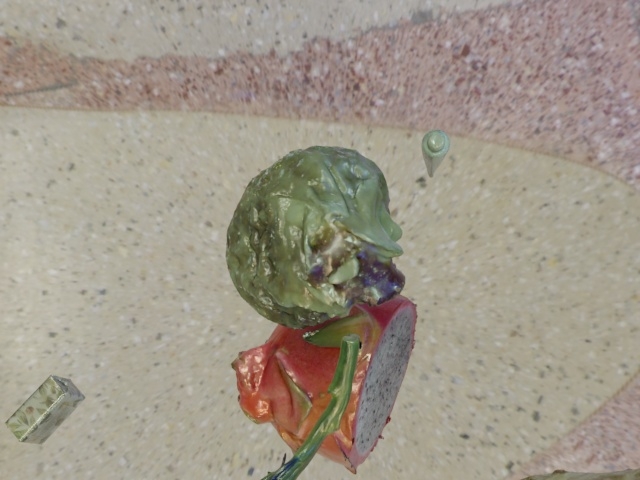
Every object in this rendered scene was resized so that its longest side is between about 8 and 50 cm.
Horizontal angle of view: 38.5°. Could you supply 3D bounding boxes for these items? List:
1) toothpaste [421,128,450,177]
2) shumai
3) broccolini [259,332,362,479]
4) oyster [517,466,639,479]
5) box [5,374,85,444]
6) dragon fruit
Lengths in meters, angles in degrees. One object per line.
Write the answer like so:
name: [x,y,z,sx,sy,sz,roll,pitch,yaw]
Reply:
toothpaste: [0.157,-0.124,1.260,0.037,0.216,0.062,9,91,6]
shumai: [0.000,0.000,1.174,0.189,0.218,0.256,26,92,-24]
broccolini: [-0.052,0.196,0.878,0.062,0.123,0.271,33,91,37]
oyster: [0.155,0.169,0.559,0.345,0.128,0.078,-22,51,30]
box: [-0.381,0.235,1.272,0.045,0.062,0.098,41,90,22]
dragon fruit: [0.002,0.197,1.444,0.226,0.305,0.305,15,86,20]
